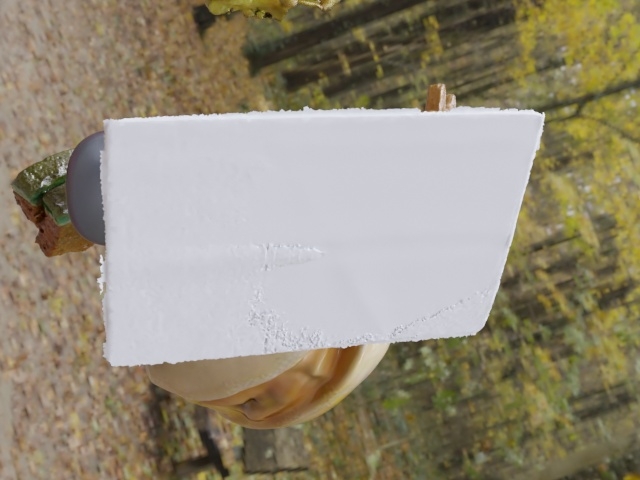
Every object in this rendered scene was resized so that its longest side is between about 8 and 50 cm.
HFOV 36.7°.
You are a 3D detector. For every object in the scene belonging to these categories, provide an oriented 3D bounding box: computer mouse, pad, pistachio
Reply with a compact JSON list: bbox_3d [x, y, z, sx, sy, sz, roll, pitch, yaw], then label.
[{"bbox_3d":[-0.151,-0.059,0.995,0.057,0.232,0.120,16,-73,46],"label":"computer mouse"},{"bbox_3d":[0.000,0.000,0.510,0.004,0.231,0.157,-115,-152,-50],"label":"pad"},{"bbox_3d":[-0.040,0.063,1.006,0.230,0.309,0.230,41,18,-16],"label":"pistachio"}]

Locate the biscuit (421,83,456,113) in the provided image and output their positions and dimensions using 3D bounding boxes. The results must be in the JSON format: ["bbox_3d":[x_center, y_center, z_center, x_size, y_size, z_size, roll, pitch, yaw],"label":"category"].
[{"bbox_3d":[0.161,-0.143,1.393,0.250,0.036,0.166,-29,121,-73],"label":"biscuit"}]

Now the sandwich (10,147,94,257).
[{"bbox_3d":[-0.412,-0.066,1.686,0.109,0.212,0.292,47,15,19],"label":"sandwich"}]

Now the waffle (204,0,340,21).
[{"bbox_3d":[0.023,-0.357,0.946,0.380,0.381,0.095,95,-23,-66],"label":"waffle"}]
